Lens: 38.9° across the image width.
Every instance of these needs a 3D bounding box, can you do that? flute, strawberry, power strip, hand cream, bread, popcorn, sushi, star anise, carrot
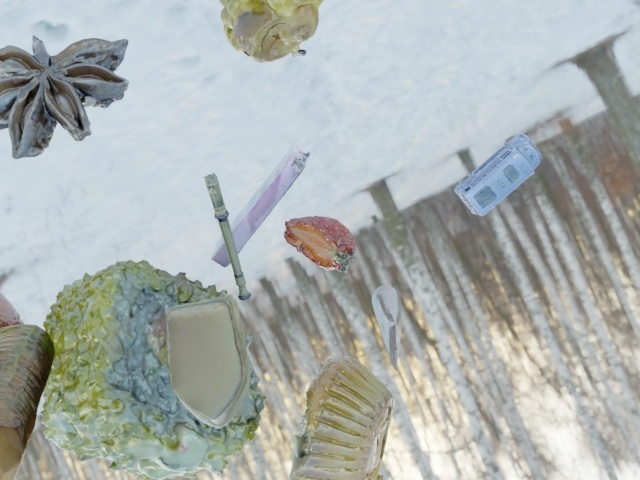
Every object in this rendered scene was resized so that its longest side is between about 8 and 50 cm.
[{"bbox_3d":[-0.155,-0.005,1.526,0.027,0.233,0.027,-11,-156,5],"label":"flute"},{"bbox_3d":[0.002,-0.002,1.466,0.048,0.104,0.152,-36,-133,-28],"label":"strawberry"},{"bbox_3d":[-0.117,-0.063,1.726,0.279,0.037,0.109,-50,-168,17],"label":"power strip"},{"bbox_3d":[0.100,0.112,1.292,0.043,0.067,0.210,-1,-162,0],"label":"hand cream"},{"bbox_3d":[0.044,0.348,1.661,0.149,0.274,0.274,12,-172,19],"label":"bread"},{"bbox_3d":[-0.112,-0.564,2.069,0.280,0.316,0.297,5,-172,-41],"label":"popcorn"},{"bbox_3d":[-0.289,0.247,1.587,0.240,0.352,0.396,-25,144,33],"label":"sushi"},{"bbox_3d":[-0.345,-0.182,1.147,0.212,0.197,0.073,7,150,12],"label":"star anise"},{"bbox_3d":[-0.442,0.227,1.242,0.114,0.114,0.302,-23,-156,5],"label":"carrot"}]

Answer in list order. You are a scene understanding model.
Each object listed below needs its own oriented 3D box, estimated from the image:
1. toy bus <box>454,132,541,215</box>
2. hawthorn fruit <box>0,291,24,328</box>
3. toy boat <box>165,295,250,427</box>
[{"bbox_3d":[0.333,-0.120,1.659,0.167,0.073,0.076,-42,-167,1],"label":"toy bus"},{"bbox_3d":[-0.682,0.152,1.592,0.276,0.308,0.276,-32,-173,4],"label":"hawthorn fruit"},{"bbox_3d":[-0.164,0.179,1.316,0.116,0.188,0.061,-11,173,-1],"label":"toy boat"}]
